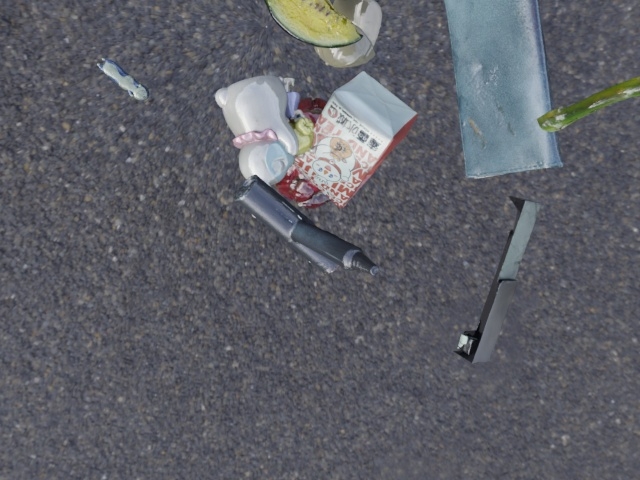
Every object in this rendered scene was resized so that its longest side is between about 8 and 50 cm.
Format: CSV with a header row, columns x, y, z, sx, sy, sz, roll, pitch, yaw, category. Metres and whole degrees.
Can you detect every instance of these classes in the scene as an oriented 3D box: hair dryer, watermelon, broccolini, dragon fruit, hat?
x,y,z,sx,sy,sz,roll,pitch,yaw,category
-0.008,-0.007,0.675,0.173,0.195,0.050,38,82,-26,hair dryer
-0.045,-0.542,1.269,0.129,0.123,0.301,-40,100,23,watermelon
0.325,-0.146,0.514,0.058,0.254,0.071,32,71,-19,broccolini
-0.018,-0.258,1.607,0.330,0.329,0.329,-2,111,-5,dragon fruit
0.058,-0.534,1.388,0.166,0.173,0.144,34,82,11,hat

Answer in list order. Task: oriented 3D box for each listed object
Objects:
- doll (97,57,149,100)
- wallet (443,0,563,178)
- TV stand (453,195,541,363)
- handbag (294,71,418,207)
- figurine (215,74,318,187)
x,y,z,sx,sy,sz,roll,pitch,yaw,category
-0.425,-0.348,1.192,0.037,0.027,0.125,-40,133,15,doll
0.318,-0.305,0.979,0.046,0.191,0.378,-14,98,-37,wallet
0.267,0.061,0.831,0.049,0.040,0.256,4,107,-40,TV stand
0.060,-0.201,1.226,0.171,0.151,0.298,39,134,4,handbag
-0.089,-0.169,1.000,0.155,0.127,0.235,-16,93,-36,figurine
